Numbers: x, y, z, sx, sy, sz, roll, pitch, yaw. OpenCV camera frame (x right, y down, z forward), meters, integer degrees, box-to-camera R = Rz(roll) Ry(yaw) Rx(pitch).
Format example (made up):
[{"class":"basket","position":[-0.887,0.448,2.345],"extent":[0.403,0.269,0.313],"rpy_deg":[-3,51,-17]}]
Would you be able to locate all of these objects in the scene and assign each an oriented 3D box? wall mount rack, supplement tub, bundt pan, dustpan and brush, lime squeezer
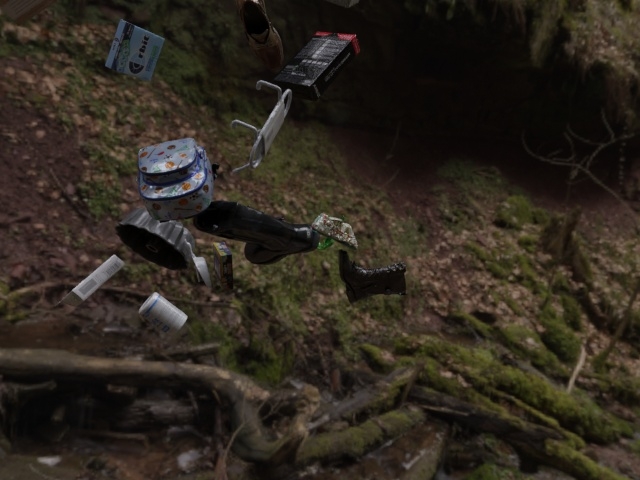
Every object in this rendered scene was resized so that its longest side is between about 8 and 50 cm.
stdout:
[{"class":"wall mount rack","position":[-0.222,-0.385,1.939],"extent":[0.131,0.350,0.304],"rpy_deg":[21,-29,6]},{"class":"supplement tub","position":[-0.407,0.191,1.408],"extent":[0.107,0.071,0.071],"rpy_deg":[41,0,-14]},{"class":"bundt pan","position":[-0.647,-0.015,2.193],"extent":[0.331,0.124,0.330],"rpy_deg":[20,-28,11]},{"class":"dustpan and brush","position":[-0.478,0.089,2.116],"extent":[0.060,0.211,0.147],"rpy_deg":[-14,14,-16]},{"class":"lime squeezer","position":[0.000,0.000,2.624],"extent":[0.311,0.109,0.059],"rpy_deg":[-28,40,-13]}]

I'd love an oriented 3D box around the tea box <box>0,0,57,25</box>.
[{"class":"tea box","position":[-0.999,-0.995,1.969],"extent":[0.329,0.220,0.323],"rpy_deg":[-4,45,38]}]

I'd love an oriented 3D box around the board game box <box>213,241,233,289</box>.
[{"class":"board game box","position":[-0.375,0.096,2.097],"extent":[0.048,0.141,0.170],"rpy_deg":[-5,18,-19]}]

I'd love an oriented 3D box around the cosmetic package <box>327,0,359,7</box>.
[{"class":"cosmetic package","position":[0.027,-0.932,1.936],"extent":[0.238,0.127,0.107],"rpy_deg":[23,42,16]}]

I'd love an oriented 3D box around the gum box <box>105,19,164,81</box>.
[{"class":"gum box","position":[-0.615,-0.628,1.813],"extent":[0.041,0.156,0.184],"rpy_deg":[28,14,15]}]

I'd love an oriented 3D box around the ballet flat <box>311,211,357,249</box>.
[{"class":"ballet flat","position":[0.064,-0.030,1.835],"extent":[0.091,0.077,0.241],"rpy_deg":[25,0,38]}]

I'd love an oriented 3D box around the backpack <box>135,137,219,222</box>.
[{"class":"backpack","position":[-0.468,-0.192,1.765],"extent":[0.277,0.213,0.263],"rpy_deg":[-17,51,-2]}]

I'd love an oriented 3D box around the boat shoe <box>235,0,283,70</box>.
[{"class":"boat shoe","position":[-0.222,-0.752,1.981],"extent":[0.123,0.324,0.116],"rpy_deg":[-18,46,10]}]

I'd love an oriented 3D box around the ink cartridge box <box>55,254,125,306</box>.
[{"class":"ink cartridge box","position":[-0.746,0.145,1.758],"extent":[0.225,0.056,0.181],"rpy_deg":[-29,17,48]}]

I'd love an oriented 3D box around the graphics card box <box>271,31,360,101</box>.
[{"class":"graphics card box","position":[-0.017,-0.785,2.439],"extent":[0.233,0.371,0.094],"rpy_deg":[20,-29,34]}]

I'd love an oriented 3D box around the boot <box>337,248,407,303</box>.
[{"class":"boot","position":[0.189,0.112,1.942],"extent":[0.229,0.262,0.091],"rpy_deg":[-14,38,8]}]

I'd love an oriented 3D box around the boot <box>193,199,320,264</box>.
[{"class":"boot","position":[-0.275,-0.019,1.969],"extent":[0.367,0.146,0.445],"rpy_deg":[-18,-17,35]}]
